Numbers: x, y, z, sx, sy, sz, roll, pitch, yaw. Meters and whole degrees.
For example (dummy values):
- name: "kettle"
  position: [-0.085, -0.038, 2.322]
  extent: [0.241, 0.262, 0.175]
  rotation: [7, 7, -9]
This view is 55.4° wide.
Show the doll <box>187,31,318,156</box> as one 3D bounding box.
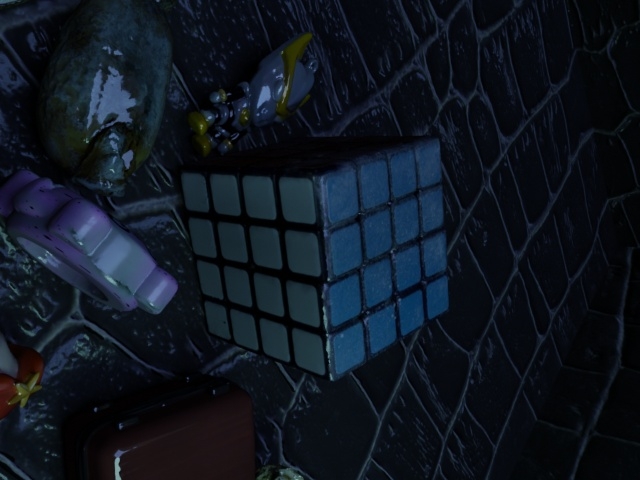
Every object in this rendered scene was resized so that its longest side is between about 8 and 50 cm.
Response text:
- name: "doll"
  position: [-0.109, -0.265, 1.118]
  extent: [0.316, 0.103, 0.146]
  rotation: [-38, 126, -30]

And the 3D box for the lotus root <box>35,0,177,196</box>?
- name: "lotus root"
  position: [-0.302, -0.238, 0.882]
  extent: [0.175, 0.175, 0.350]
  rotation: [24, 75, -46]

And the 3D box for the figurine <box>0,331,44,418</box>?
- name: "figurine"
  position: [-0.478, 0.132, 0.753]
  extent: [0.208, 0.180, 0.257]
  rotation: [-85, 163, -64]

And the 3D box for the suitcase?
- name: "suitcase"
  position: [-0.257, 0.365, 1.011]
  extent: [0.297, 0.161, 0.236]
  rotation: [-9, 102, -46]

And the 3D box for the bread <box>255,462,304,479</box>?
- name: "bread"
  position: [-0.149, 0.564, 1.147]
  extent: [0.314, 0.171, 0.192]
  rotation: [-47, 157, -18]

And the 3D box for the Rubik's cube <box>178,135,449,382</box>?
- name: "Rubik's cube"
  position: [0.000, 0.000, 1.094]
  extent: [0.344, 0.343, 0.337]
  rotation: [-23, 112, -42]

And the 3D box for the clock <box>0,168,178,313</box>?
- name: "clock"
  position: [-0.319, 0.010, 0.830]
  extent: [0.090, 0.247, 0.227]
  rotation: [-56, 131, -21]

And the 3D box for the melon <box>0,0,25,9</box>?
- name: "melon"
  position: [-0.432, -0.345, 0.802]
  extent: [0.098, 0.054, 0.182]
  rotation: [52, 59, -30]
